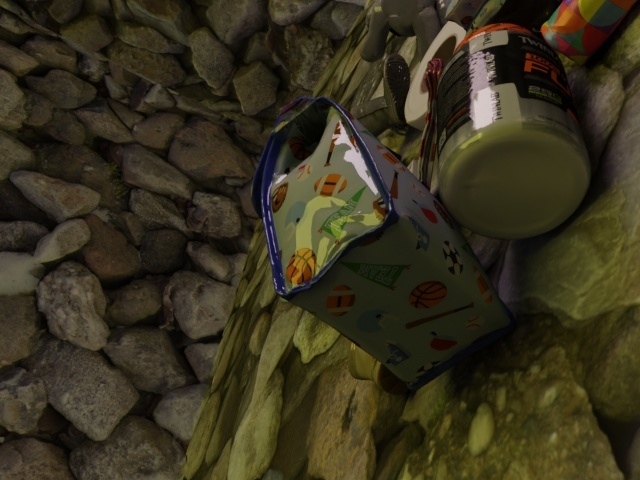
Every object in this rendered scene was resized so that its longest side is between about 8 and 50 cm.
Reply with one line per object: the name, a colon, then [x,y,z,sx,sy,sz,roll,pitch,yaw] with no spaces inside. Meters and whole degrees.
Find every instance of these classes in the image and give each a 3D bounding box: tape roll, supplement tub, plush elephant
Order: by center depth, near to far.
supplement tub: [0.281,-0.181,1.011,0.207,0.207,0.338,-53,19,41]
tape roll: [0.302,-0.372,1.485,0.286,0.100,0.286,-58,16,28]
plush elephant: [0.274,-0.635,1.787,0.271,0.255,0.330,12,116,38]

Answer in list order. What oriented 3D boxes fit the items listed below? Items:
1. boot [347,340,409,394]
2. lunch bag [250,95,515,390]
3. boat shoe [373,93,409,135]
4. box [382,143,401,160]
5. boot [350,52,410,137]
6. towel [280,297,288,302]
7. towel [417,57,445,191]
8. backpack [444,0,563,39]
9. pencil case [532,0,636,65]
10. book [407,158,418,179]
boot: [0.139,0.148,1.234,0.203,0.095,0.262,162,129,-74]
lunch bag: [0.072,-0.016,1.021,0.238,0.328,0.386,-35,40,18]
boat shoe: [0.203,-0.343,1.778,0.306,0.113,0.105,-158,84,-69]
box: [0.123,-0.155,1.755,0.156,0.093,0.158,-51,10,46]
boot: [0.148,-0.357,1.686,0.208,0.076,0.190,176,90,-66]
towel: [0.000,0.000,1.667,0.374,0.090,0.321,167,112,-65]
towel: [0.206,-0.180,1.297,0.237,0.037,0.329,-63,-22,-68]
backpack: [0.372,-0.488,1.234,0.263,0.213,0.276,-59,8,-18]
pencil case: [0.438,-0.384,1.007,0.236,0.104,0.104,-53,18,37]
book: [0.192,-0.118,1.606,0.144,0.035,0.096,-55,13,37]
